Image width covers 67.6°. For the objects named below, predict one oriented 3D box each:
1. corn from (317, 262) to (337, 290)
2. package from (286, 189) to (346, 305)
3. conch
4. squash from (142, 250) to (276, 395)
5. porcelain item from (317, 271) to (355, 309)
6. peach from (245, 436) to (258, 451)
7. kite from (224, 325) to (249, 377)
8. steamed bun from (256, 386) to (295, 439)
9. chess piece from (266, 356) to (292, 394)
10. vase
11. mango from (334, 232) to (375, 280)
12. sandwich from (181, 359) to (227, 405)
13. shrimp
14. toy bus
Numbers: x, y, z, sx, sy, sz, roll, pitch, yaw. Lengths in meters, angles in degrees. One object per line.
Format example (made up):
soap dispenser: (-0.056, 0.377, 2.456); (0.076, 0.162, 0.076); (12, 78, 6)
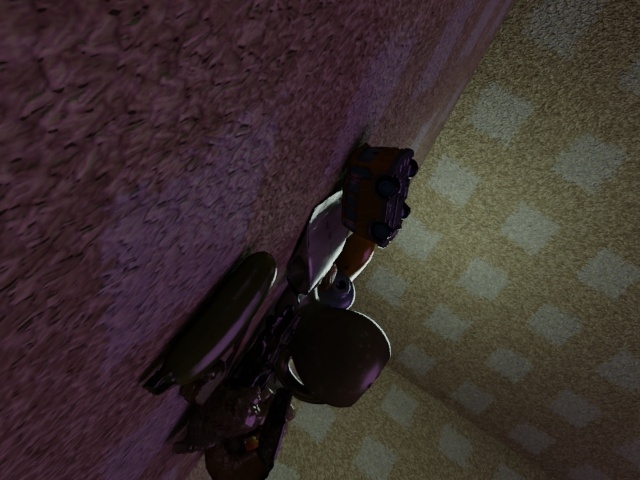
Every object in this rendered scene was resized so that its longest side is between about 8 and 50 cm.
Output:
corn: (0.011, 0.102, 1.406); (0.068, 0.068, 0.207); (-54, 169, -19)
package: (0.000, 0.000, 1.081); (0.204, 0.062, 0.250); (-44, 150, -55)
conch: (-0.206, 0.372, 0.989); (0.207, 0.130, 0.155); (-41, 154, -13)
squash: (-0.142, 0.117, 0.677); (0.252, 0.066, 0.066); (-52, 169, -23)
porcelain item: (0.031, 0.188, 1.613); (0.141, 0.141, 0.259); (-53, 179, -27)
peach: (-0.254, 0.666, 1.531); (0.190, 0.190, 0.192); (-48, 148, -46)
kite: (-0.141, 0.139, 0.861); (0.183, 0.014, 0.241); (-63, 172, -63)
steamed bun: (-0.182, 0.506, 1.398); (0.177, 0.192, 0.106); (-37, -170, 47)
chess piece: (-0.119, 0.380, 1.538); (0.139, 0.139, 0.271); (54, 59, -80)
vase: (-0.008, 0.295, 1.250); (0.329, 0.302, 0.241); (-56, 168, 27)
mango: (0.102, 0.067, 1.654); (0.262, 0.109, 0.157); (-59, -178, 36)
sandwich: (-0.209, 0.253, 0.864); (0.093, 0.036, 0.105); (-54, 170, -16)
shrimp: (-0.141, 0.358, 1.090); (0.272, 0.085, 0.445); (22, -94, 55)
toy bus: (0.116, -0.102, 1.012); (0.126, 0.136, 0.209); (-43, 146, -47)
